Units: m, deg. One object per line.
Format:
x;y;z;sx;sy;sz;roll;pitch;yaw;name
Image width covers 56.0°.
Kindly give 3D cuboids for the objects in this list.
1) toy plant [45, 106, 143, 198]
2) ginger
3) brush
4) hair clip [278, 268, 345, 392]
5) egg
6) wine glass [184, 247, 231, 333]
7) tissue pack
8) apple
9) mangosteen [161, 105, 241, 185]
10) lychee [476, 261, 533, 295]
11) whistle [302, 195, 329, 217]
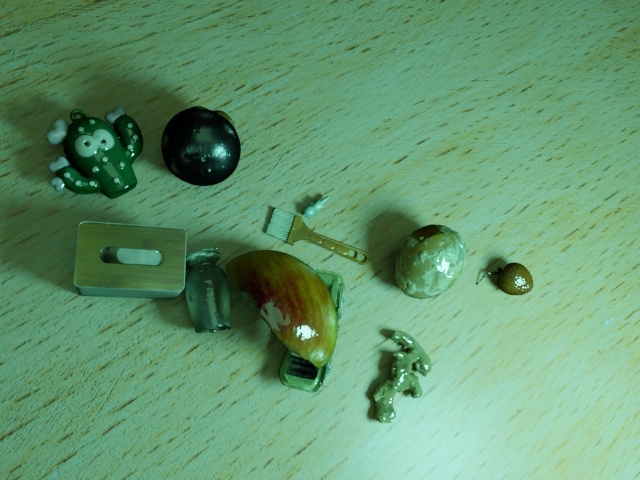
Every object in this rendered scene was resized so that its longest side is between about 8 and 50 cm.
-0.567;-0.224;1.526;0.233;0.112;0.243;-4;82;-25;toy plant
0.229;0.384;1.650;0.149;0.065;0.258;24;66;-13;ginger
0.000;0.000;1.708;0.315;0.017;0.090;22;72;-12;brush
-0.014;0.238;1.591;0.139;0.091;0.321;10;71;12;hair clip
0.306;0.061;1.699;0.233;0.195;0.195;-42;91;-11;egg
-0.284;0.131;1.518;0.111;0.111;0.204;-7;75;-21;wine glass
-0.461;0.055;1.468;0.246;0.136;0.159;4;73;-18;tissue pack
-0.089;0.152;1.506;0.254;0.179;0.346;-23;61;-39;apple
-0.313;-0.265;1.592;0.212;0.211;0.250;8;41;-16;mangosteen
0.574;0.114;1.822;0.140;0.101;0.114;34;62;-3;lychee
-0.014;-0.097;1.719;0.100;0.035;0.035;-38;89;-25;whistle
